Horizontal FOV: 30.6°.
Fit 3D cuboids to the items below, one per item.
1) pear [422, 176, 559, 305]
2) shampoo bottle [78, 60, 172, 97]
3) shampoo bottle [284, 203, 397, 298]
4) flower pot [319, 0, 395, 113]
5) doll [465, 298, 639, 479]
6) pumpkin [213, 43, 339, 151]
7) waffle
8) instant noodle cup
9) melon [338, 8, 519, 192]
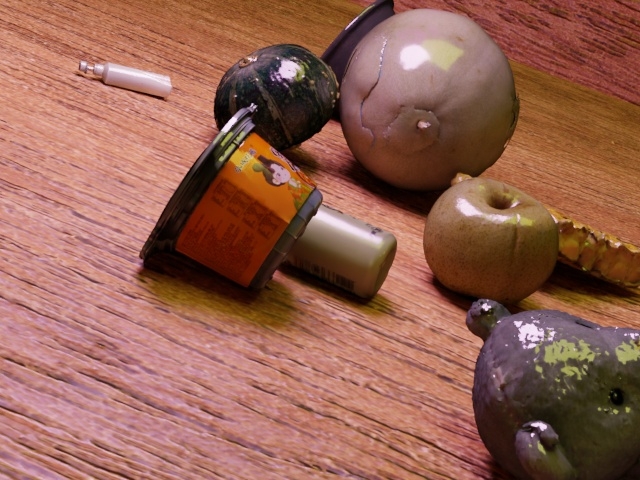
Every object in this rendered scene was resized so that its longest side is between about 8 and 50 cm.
[{"bbox_3d":[0.204,0.004,1.406,0.167,0.136,0.167,15,23,-7],"label":"pear"},{"bbox_3d":[-0.296,-0.248,1.768,0.141,0.034,0.049,11,26,-18],"label":"shampoo bottle"},{"bbox_3d":[0.000,0.000,1.306,0.162,0.079,0.079,24,20,14],"label":"shampoo bottle"},{"bbox_3d":[0.094,-0.281,2.005,0.148,0.235,0.235,44,24,7],"label":"flower pot"},{"bbox_3d":[0.279,0.139,1.074,0.340,0.158,0.246,10,33,-32],"label":"doll"},{"bbox_3d":[-0.064,-0.199,1.658,0.146,0.190,0.190,57,-5,-36],"label":"pumpkin"},{"bbox_3d":[0.318,-0.010,1.601,0.309,0.065,0.283,22,7,3],"label":"waffle"},{"bbox_3d":[-0.078,-0.030,1.207,0.125,0.208,0.177,34,-11,0],"label":"instant noodle cup"},{"bbox_3d":[0.159,-0.203,1.719,0.269,0.268,0.330,21,17,5],"label":"melon"}]
